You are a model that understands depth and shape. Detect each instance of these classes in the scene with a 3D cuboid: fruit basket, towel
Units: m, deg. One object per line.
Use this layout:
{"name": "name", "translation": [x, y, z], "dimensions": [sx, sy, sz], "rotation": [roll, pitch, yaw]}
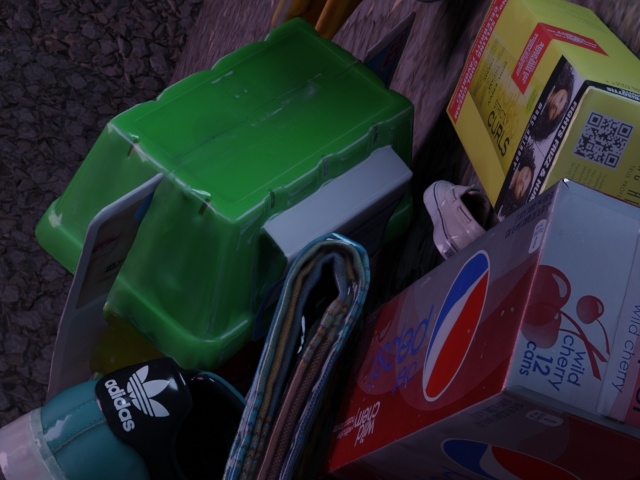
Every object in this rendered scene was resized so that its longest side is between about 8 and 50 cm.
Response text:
{"name": "fruit basket", "translation": [-0.064, 0.041, 1.228], "dimensions": [0.327, 0.165, 0.353], "rotation": [-34, -31, -41]}
{"name": "towel", "translation": [-0.021, 0.153, 1.026], "dimensions": [0.370, 0.040, 0.271], "rotation": [75, -147, -78]}

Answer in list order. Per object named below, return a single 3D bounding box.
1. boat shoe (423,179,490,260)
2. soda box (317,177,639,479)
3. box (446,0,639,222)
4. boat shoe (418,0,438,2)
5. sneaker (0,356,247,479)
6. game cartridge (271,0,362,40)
{"name": "boat shoe", "translation": [0.084, -0.015, 1.055], "dimensions": [0.035, 0.035, 0.100], "rotation": [-39, 15, 14]}
{"name": "soda box", "translation": [0.080, 0.060, 0.777], "dimensions": [0.263, 0.083, 0.092], "rotation": [136, 153, -70]}
{"name": "box", "translation": [0.116, -0.060, 0.882], "dimensions": [0.232, 0.058, 0.087], "rotation": [-98, 29, -69]}
{"name": "boat shoe", "translation": [0.079, -0.216, 1.257], "dimensions": [0.083, 0.065, 0.183], "rotation": [-34, -10, -33]}
{"name": "sneaker", "translation": [-0.078, 0.152, 1.096], "dimensions": [0.108, 0.121, 0.302], "rotation": [62, -175, 25]}
{"name": "game cartridge", "translation": [0.088, -0.319, 1.328], "dimensions": [0.285, 0.052, 0.324], "rotation": [-63, -6, 37]}
